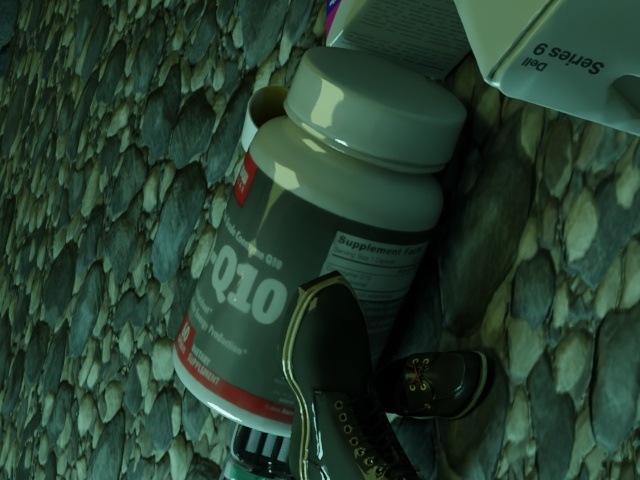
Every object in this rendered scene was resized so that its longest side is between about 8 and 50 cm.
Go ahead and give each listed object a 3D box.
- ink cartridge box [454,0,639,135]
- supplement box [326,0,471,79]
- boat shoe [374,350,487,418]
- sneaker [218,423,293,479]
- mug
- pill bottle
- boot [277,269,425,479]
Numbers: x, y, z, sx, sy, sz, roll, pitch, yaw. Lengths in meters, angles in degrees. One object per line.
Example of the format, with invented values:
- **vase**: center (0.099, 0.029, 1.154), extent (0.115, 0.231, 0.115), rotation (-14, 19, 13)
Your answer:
- **ink cartridge box**: center (0.169, -0.204, 1.119), extent (0.121, 0.211, 0.289), rotation (-51, 41, 36)
- **supplement box**: center (0.098, -0.234, 1.497), extent (0.220, 0.114, 0.111), rotation (132, 144, -54)
- **boat shoe**: center (0.080, 0.107, 1.433), extent (0.133, 0.042, 0.049), rotation (-24, 54, 62)
- **sneaker**: center (-0.061, 0.234, 1.689), extent (0.098, 0.083, 0.223), rotation (-79, 11, -80)
- **mug**: center (-0.041, -0.109, 1.859), extent (0.062, 0.078, 0.064), rotation (58, 151, 16)
- **pill bottle**: center (0.000, 0.000, 1.528), extent (0.161, 0.161, 0.283), rotation (-119, 47, -60)
- **boot**: center (0.037, 0.132, 1.417), extent (0.137, 0.077, 0.198), rotation (39, 144, 46)
